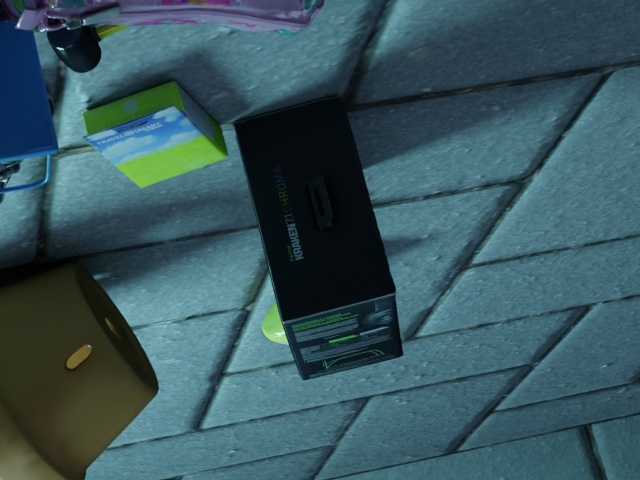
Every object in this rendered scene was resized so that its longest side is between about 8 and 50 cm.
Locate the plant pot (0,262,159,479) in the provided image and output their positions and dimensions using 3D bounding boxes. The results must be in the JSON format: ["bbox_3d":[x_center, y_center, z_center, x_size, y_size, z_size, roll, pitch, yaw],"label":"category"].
[{"bbox_3d":[-0.341,0.162,2.277,0.203,0.291,0.291,-34,160,3],"label":"plant pot"}]

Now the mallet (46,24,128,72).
[{"bbox_3d":[-0.164,-0.213,1.678,0.190,0.039,0.062,-24,158,12],"label":"mallet"}]

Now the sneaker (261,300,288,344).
[{"bbox_3d":[-0.014,0.078,2.567,0.208,0.081,0.094,-33,148,28],"label":"sneaker"}]

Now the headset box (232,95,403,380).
[{"bbox_3d":[0.000,0.000,2.079,0.131,0.246,0.283,-14,160,0],"label":"headset box"}]

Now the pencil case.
[{"bbox_3d":[-0.132,-0.228,1.522,0.284,0.124,0.124,-4,158,-32],"label":"pencil case"}]

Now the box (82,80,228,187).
[{"bbox_3d":[-0.177,-0.114,1.928,0.109,0.042,0.178,-19,161,9],"label":"box"}]

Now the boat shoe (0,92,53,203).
[{"bbox_3d":[-0.320,-0.086,1.861,0.075,0.065,0.206,-2,157,-33],"label":"boat shoe"}]

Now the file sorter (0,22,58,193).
[{"bbox_3d":[-0.307,-0.131,1.589,0.118,0.170,0.104,-10,165,-14],"label":"file sorter"}]
